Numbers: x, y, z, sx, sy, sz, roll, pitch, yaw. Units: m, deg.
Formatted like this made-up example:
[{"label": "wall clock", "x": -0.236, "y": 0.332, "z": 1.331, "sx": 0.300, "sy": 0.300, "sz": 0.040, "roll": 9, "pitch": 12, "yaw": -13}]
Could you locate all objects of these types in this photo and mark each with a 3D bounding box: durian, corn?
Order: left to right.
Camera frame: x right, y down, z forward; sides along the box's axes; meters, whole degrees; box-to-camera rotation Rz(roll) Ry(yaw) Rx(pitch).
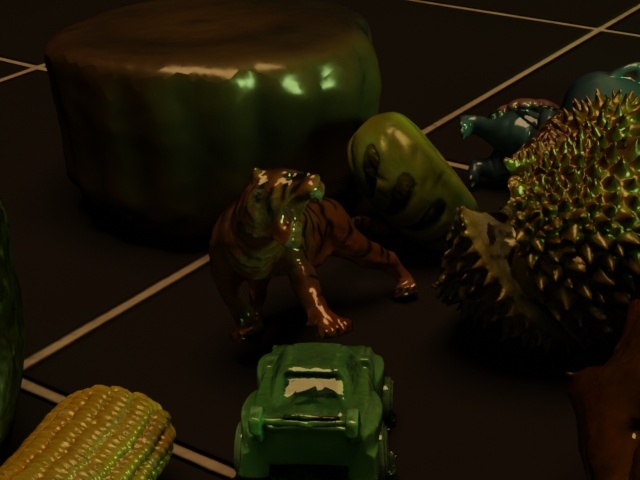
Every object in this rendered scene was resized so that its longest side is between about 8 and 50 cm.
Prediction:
[{"label": "corn", "x": -0.146, "y": 0.140, "z": 0.670, "sx": 0.085, "sy": 0.063, "sz": 0.165, "roll": 19, "pitch": 33, "yaw": 18}, {"label": "durian", "x": 0.197, "y": -0.009, "z": 0.859, "sx": 0.138, "sy": 0.193, "sz": 0.237, "roll": 33, "pitch": 54, "yaw": 20}]

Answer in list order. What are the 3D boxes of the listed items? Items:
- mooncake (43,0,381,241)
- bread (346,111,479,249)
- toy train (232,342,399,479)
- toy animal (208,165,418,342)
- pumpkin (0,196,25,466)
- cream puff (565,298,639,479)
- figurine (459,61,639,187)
[{"label": "mooncake", "x": -0.090, "y": -0.118, "z": 1.094, "sx": 0.291, "sy": 0.161, "sz": 0.290, "roll": -1, "pitch": 24, "yaw": 1}, {"label": "bread", "x": 0.072, "y": -0.049, "z": 1.004, "sx": 0.071, "sy": 0.130, "sz": 0.139, "roll": -44, "pitch": 17, "yaw": 9}, {"label": "toy train", "x": -0.002, "y": 0.098, "z": 0.732, "sx": 0.099, "sy": 0.081, "sz": 0.149, "roll": 1, "pitch": 26, "yaw": 6}, {"label": "toy animal", "x": -0.008, "y": 0.001, "z": 0.885, "sx": 0.114, "sy": 0.116, "sz": 0.255, "roll": -8, "pitch": 3, "yaw": 20}, {"label": "pumpkin", "x": -0.298, "y": 0.037, "z": 0.705, "sx": 0.256, "sy": 0.225, "sz": 0.303, "roll": -4, "pitch": 27, "yaw": 5}, {"label": "cream puff", "x": 0.250, "y": 0.087, "z": 0.622, "sx": 0.241, "sy": 0.155, "sz": 0.269, "roll": -40, "pitch": 17, "yaw": 17}, {"label": "figurine", "x": 0.215, "y": -0.080, "z": 1.083, "sx": 0.178, "sy": 0.114, "sz": 0.144, "roll": -8, "pitch": 31, "yaw": 12}]
